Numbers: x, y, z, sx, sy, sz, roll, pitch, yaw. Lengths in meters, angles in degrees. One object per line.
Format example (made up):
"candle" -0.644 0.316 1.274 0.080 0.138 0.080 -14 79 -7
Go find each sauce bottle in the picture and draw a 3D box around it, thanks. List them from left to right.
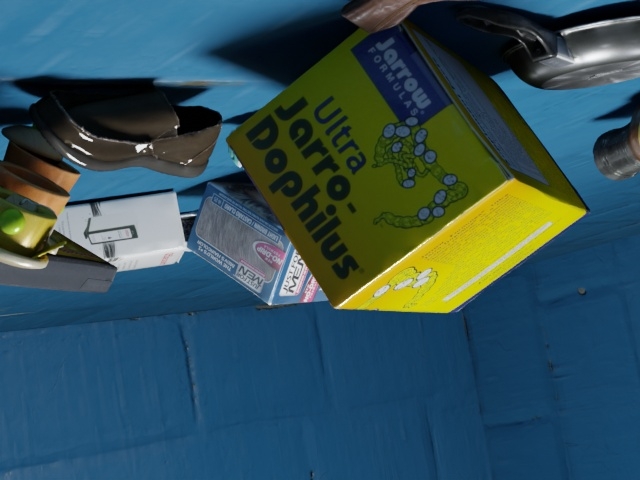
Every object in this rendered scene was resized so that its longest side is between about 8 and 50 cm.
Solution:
"sauce bottle" 0.462 -0.145 1.630 0.111 0.111 0.344 -7 170 -21

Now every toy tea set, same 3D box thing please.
"toy tea set" -0.291 -0.085 1.136 0.200 0.124 0.336 26 -175 -10

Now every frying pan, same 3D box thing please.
"frying pan" 0.263 -0.192 1.268 0.197 0.053 0.326 -10 177 19

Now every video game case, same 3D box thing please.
"video game case" -0.351 -0.028 1.173 0.248 0.035 0.275 29 -174 23

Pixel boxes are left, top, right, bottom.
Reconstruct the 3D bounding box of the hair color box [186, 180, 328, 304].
"hair color box" 0.000 0.000 1.848 0.174 0.105 0.347 32 -160 34

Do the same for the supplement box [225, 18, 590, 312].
"supplement box" 0.100 -0.060 1.277 0.195 0.194 0.356 -38 163 15

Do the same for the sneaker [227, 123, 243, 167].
"sneaker" -0.017 -0.124 1.429 0.166 0.065 0.076 -9 -170 23

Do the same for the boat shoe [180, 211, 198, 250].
"boat shoe" -0.178 -0.018 1.975 0.184 0.066 0.063 2 171 -13

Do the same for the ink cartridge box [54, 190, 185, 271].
"ink cartridge box" -0.297 -0.003 1.804 0.203 0.086 0.148 -9 173 -13

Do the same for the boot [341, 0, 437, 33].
"boot" 0.082 -0.194 1.054 0.106 0.037 0.114 7 164 -17

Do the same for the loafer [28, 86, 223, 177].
"loafer" -0.178 -0.116 1.234 0.220 0.080 0.078 2 133 -54
